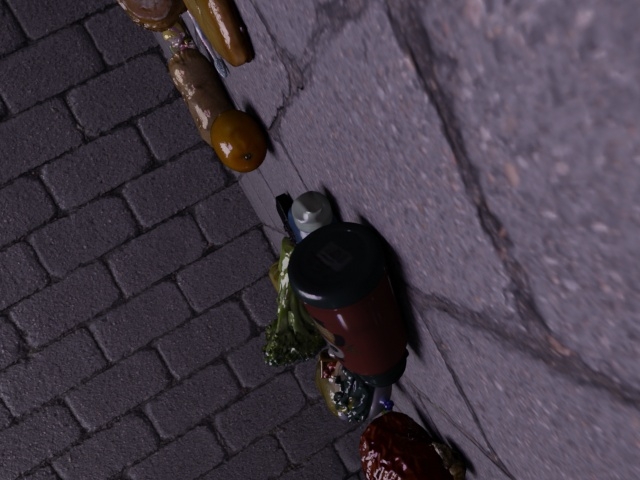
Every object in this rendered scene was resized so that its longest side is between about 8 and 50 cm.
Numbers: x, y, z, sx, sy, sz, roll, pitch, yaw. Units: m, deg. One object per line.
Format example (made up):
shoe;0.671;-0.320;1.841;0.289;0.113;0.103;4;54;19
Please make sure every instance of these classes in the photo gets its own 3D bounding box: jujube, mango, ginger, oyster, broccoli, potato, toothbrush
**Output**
jujube;0.210;0.559;1.165;0.232;0.213;0.213;33;154;53
mango;-0.195;-0.238;1.128;0.221;0.120;0.151;-125;10;-77
ginger;-0.320;-0.385;1.339;0.190;0.126;0.354;60;176;42
oyster;0.280;0.473;0.995;0.103;0.051;0.148;56;-173;6
broccoli;-0.075;0.192;1.549;0.353;0.275;0.396;155;111;-76
potato;0.088;0.509;1.730;0.351;0.218;0.202;-131;39;-61
toothbrush;-0.284;-0.500;1.072;0.269;0.021;0.027;61;159;-13

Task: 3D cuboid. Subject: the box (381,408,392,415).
box;0.275;0.714;1.955;0.132;0.034;0.235;46;164;57

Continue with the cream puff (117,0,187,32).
cream puff;-0.354;-0.531;0.988;0.115;0.150;0.165;-97;19;-67

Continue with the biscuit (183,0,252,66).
biscuit;-0.197;-0.399;0.823;0.299;0.045;0.154;53;171;41

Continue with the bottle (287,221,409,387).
bottle;0.069;0.129;0.766;0.144;0.144;0.336;51;171;46

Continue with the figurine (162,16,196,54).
figurine;-0.401;-0.577;1.398;0.187;0.083;0.083;50;179;-37

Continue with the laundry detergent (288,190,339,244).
laundry detergent;0.000;0.000;0.915;0.289;0.094;0.143;79;166;-58

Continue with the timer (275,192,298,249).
timer;-0.069;-0.035;1.324;0.187;0.055;0.144;63;170;7

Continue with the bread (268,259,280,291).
bread;-0.088;0.221;1.963;0.333;0.160;0.333;56;171;14

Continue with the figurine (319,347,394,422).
figurine;0.096;0.388;1.388;0.382;0.186;0.260;-131;34;-78
